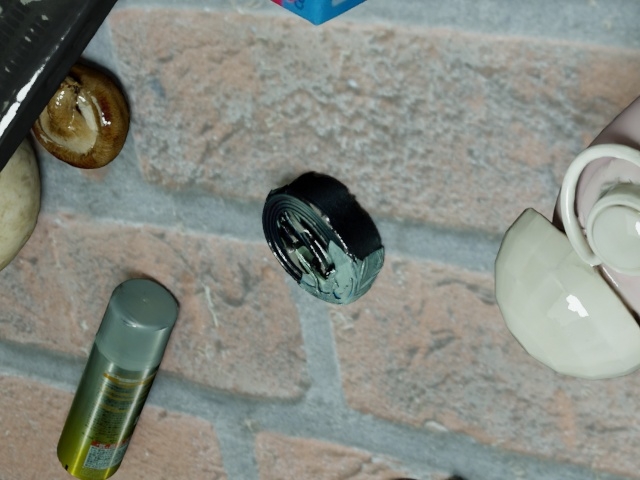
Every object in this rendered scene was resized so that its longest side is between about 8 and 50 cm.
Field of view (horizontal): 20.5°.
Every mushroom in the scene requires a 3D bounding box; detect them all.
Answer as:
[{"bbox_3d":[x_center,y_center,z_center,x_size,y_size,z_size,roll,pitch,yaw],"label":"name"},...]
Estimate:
[{"bbox_3d":[-0.414,-0.085,1.989,0.189,0.195,0.254,-31,114,16],"label":"mushroom"},{"bbox_3d":[-0.262,-0.132,1.886,0.127,0.087,0.127,17,120,32],"label":"mushroom"}]

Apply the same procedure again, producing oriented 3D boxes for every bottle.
[{"bbox_3d":[-0.237,0.165,2.046,0.082,0.082,0.286,39,133,15],"label":"bottle"}]

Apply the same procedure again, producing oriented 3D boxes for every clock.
[{"bbox_3d":[0.301,-0.058,1.305,0.184,0.326,0.342,44,135,12],"label":"clock"}]

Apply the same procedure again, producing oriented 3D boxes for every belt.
[{"bbox_3d":[0.000,0.000,1.772,0.140,0.058,0.105,51,138,2],"label":"belt"}]

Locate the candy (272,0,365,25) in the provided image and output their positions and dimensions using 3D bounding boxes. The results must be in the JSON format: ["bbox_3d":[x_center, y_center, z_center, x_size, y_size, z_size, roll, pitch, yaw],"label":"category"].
[{"bbox_3d":[-0.081,-0.338,1.609,0.306,0.100,0.157,33,132,21],"label":"candy"}]

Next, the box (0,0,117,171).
[{"bbox_3d":[-0.382,-0.246,1.843,0.290,0.073,0.289,38,98,16],"label":"box"}]
